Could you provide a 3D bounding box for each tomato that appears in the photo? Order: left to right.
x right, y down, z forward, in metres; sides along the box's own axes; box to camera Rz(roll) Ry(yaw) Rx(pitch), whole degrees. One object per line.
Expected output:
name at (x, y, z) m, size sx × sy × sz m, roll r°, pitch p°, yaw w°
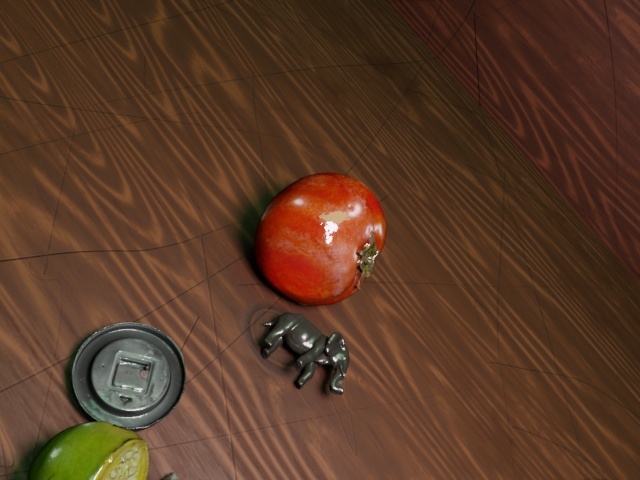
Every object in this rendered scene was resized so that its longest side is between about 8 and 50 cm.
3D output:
tomato at (0.000, 0.000, 1.441) m, size 0.289 × 0.325 × 0.293 m, roll 25°, pitch 52°, yaw 22°

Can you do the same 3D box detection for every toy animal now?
toy animal at (-0.025, 0.262, 1.368) m, size 0.245 × 0.114 × 0.146 m, roll 45°, pitch 47°, yaw 4°

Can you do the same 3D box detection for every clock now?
clock at (-0.389, 0.277, 1.171) m, size 0.225 × 0.049 × 0.226 m, roll 16°, pitch 52°, yaw -21°

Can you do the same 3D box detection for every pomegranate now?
pomegranate at (-0.408, 0.427, 0.989) m, size 0.159 × 0.241 × 0.190 m, roll 10°, pitch 18°, yaw 17°

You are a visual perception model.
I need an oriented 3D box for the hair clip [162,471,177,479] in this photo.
hair clip at (-0.196, 0.598, 1.056) m, size 0.359 × 0.095 × 0.110 m, roll 57°, pitch 12°, yaw 4°
